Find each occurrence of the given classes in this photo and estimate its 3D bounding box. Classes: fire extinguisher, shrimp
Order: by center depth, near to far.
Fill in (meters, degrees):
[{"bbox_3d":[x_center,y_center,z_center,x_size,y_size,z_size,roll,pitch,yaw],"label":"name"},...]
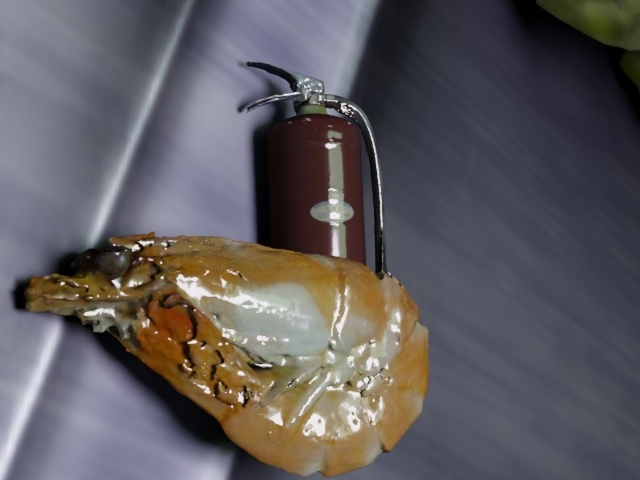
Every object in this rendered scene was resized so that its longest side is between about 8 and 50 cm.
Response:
[{"bbox_3d":[-0.028,0.038,0.568,0.184,0.043,0.091,22,74,-30],"label":"shrimp"},{"bbox_3d":[0.000,0.000,0.640,0.064,0.043,0.158,0,84,-19],"label":"fire extinguisher"}]

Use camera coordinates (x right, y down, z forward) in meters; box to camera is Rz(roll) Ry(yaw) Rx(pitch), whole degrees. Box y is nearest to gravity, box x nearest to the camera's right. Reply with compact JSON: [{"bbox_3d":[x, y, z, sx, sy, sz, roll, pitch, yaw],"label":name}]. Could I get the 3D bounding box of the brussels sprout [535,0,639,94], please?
[{"bbox_3d":[0.337,-0.223,0.857,0.425,0.361,0.342,9,81,-53],"label":"brussels sprout"}]
